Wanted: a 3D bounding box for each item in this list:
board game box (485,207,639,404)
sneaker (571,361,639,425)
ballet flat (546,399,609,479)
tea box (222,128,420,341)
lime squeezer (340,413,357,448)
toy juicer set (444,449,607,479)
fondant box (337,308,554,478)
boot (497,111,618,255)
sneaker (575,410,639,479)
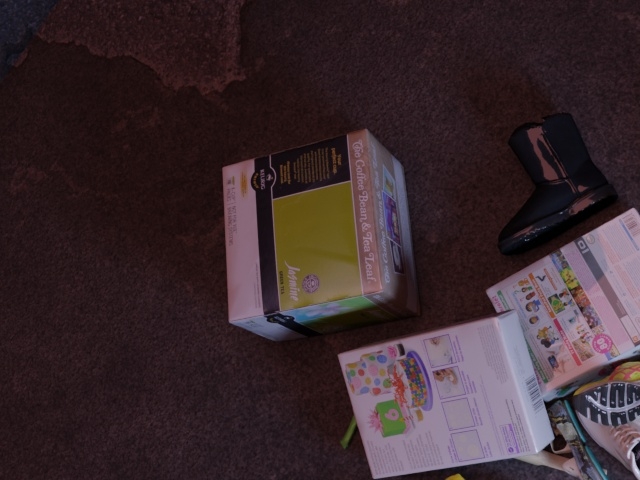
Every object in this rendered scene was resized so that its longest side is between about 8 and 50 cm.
[{"bbox_3d":[0.481,0.119,1.747,0.303,0.097,0.224,-30,64,13],"label":"board game box"},{"bbox_3d":[0.513,0.250,1.667,0.208,0.081,0.094,-8,21,-14],"label":"sneaker"},{"bbox_3d":[0.436,0.364,1.697,0.070,0.070,0.188,-32,45,13],"label":"ballet flat"},{"bbox_3d":[0.000,0.000,1.941,0.323,0.220,0.329,-12,69,22],"label":"tea box"},{"bbox_3d":[0.142,0.270,1.881,0.310,0.059,0.110,-34,62,11],"label":"lime squeezer"},{"bbox_3d":[0.317,0.471,1.721,0.329,0.089,0.209,-40,49,-20],"label":"toy juicer set"},{"bbox_3d":[0.216,0.275,1.744,0.330,0.096,0.238,-18,87,31],"label":"fondant box"},{"bbox_3d":[0.405,-0.109,1.856,0.246,0.094,0.207,-30,67,6],"label":"boot"},{"bbox_3d":[0.532,0.340,1.652,0.258,0.091,0.094,42,93,31],"label":"sneaker"}]
